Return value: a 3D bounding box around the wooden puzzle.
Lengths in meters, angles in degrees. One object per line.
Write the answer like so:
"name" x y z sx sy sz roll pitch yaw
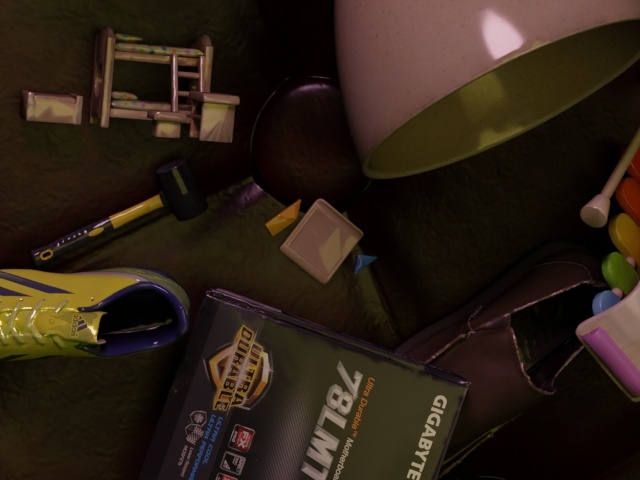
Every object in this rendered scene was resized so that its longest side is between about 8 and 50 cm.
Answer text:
"wooden puzzle" 0.000 0.000 1.915 0.078 0.014 0.116 -45 109 -4

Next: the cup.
"cup" 0.143 -0.240 1.797 0.331 0.331 0.237 -22 78 -15

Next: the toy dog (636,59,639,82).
"toy dog" 0.539 -0.200 1.897 0.408 0.395 0.284 18 107 12

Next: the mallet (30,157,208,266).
"mallet" -0.212 -0.030 1.827 0.189 0.039 0.062 -19 105 -12

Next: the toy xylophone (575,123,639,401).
"toy xylophone" 0.363 0.003 1.921 0.236 0.081 0.323 55 44 -14

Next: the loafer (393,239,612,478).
"loafer" 0.182 0.137 1.934 0.366 0.130 0.134 -44 109 -8

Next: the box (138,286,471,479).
"box" -0.028 0.233 1.857 0.293 0.073 0.295 21 91 2

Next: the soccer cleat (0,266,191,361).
"soccer cleat" -0.269 0.079 1.772 0.289 0.121 0.093 -7 107 -18

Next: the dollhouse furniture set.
"dollhouse furniture set" -0.188 -0.158 1.746 0.182 0.161 0.101 3 97 -20
